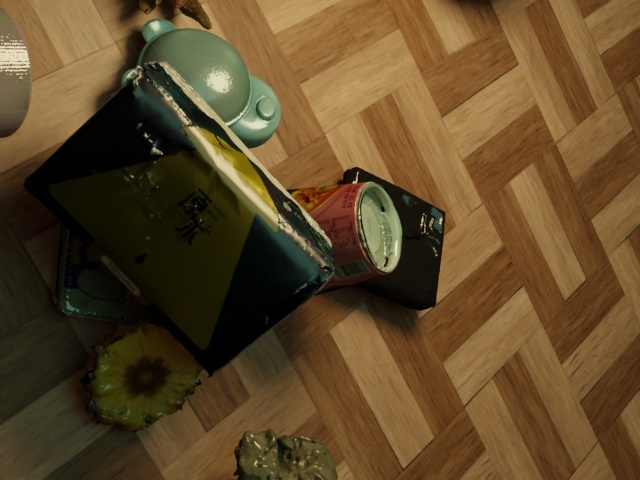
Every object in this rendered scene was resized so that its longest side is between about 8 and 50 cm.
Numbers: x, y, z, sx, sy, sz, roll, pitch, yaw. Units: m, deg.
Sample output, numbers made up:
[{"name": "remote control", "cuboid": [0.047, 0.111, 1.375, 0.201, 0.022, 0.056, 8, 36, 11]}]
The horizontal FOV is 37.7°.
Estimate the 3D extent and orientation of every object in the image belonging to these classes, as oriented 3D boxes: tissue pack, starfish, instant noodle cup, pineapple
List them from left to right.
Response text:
[{"name": "pineapple", "cuboid": [-0.293, 0.208, 1.515, 0.224, 0.076, 0.225, -14, 120, -25]}, {"name": "starfish", "cuboid": [-0.276, -0.488, 1.692, 0.235, 0.062, 0.277, -10, 75, -33]}, {"name": "tissue pack", "cuboid": [-0.204, -0.043, 1.431, 0.264, 0.253, 0.416, -40, 100, 11]}, {"name": "instant noodle cup", "cuboid": [0.000, 0.000, 1.666, 0.244, 0.254, 0.244, 30, 54, -53]}]

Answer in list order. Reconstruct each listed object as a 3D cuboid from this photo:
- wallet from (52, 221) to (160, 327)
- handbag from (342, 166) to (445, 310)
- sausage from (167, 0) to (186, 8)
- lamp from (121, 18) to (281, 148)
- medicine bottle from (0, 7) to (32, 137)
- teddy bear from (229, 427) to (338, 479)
[{"name": "wallet", "cuboid": [-0.292, 0.047, 1.580, 0.309, 0.077, 0.224, 15, 70, -33]}, {"name": "handbag", "cuboid": [0.136, 0.001, 1.915, 0.275, 0.088, 0.244, 22, 66, -29]}, {"name": "sausage", "cuboid": [-0.296, -0.465, 1.629, 0.158, 0.036, 0.042, 39, 51, 1]}, {"name": "lamp", "cuboid": [-0.201, -0.266, 1.662, 0.284, 0.147, 0.210, 34, 56, -30]}, {"name": "medicine bottle", "cuboid": [-0.584, -0.231, 1.300, 0.301, 0.241, 0.241, -12, 89, -47]}, {"name": "teddy bear", "cuboid": [-0.137, 0.493, 1.569, 0.367, 0.224, 0.358, 10, 77, -21]}]
